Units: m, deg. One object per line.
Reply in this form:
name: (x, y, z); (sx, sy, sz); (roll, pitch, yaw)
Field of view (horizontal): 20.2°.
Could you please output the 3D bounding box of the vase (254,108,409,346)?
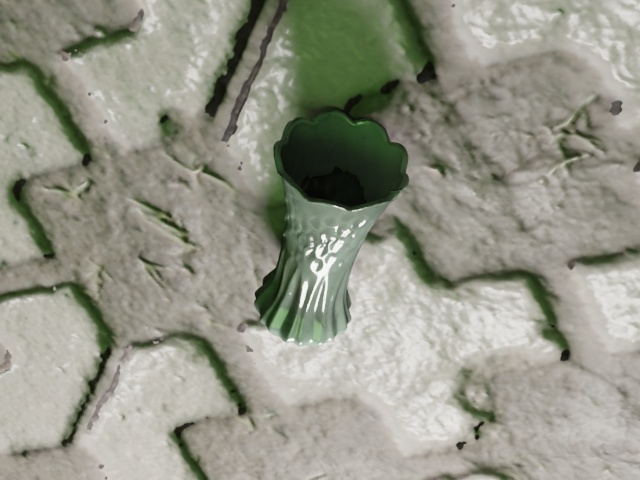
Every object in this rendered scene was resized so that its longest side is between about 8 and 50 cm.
vase: (0.000, 0.000, 1.091); (0.081, 0.081, 0.149); (16, 137, 0)
